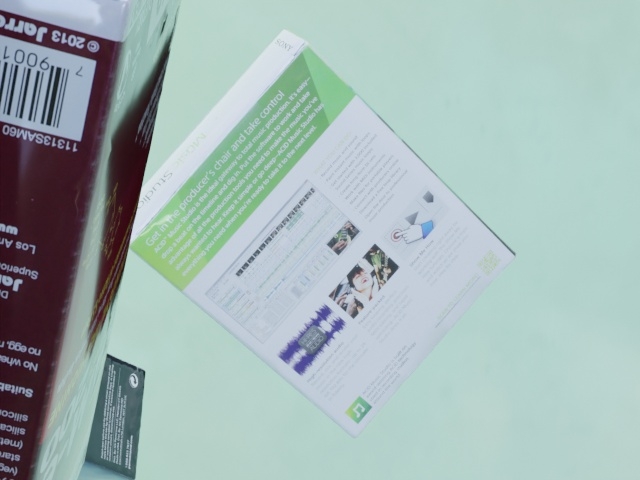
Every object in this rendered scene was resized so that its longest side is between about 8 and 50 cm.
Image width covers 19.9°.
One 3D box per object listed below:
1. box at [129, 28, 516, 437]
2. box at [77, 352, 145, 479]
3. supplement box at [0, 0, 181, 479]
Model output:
[{"bbox_3d":[0.000,0.000,1.619,0.232,0.322,0.058,-48,34,-2],"label":"box"},{"bbox_3d":[-0.302,0.136,1.466,0.261,0.184,0.103,-8,65,28],"label":"box"},{"bbox_3d":[-0.100,0.003,0.566,0.073,0.239,0.130,15,29,-1],"label":"supplement box"}]
